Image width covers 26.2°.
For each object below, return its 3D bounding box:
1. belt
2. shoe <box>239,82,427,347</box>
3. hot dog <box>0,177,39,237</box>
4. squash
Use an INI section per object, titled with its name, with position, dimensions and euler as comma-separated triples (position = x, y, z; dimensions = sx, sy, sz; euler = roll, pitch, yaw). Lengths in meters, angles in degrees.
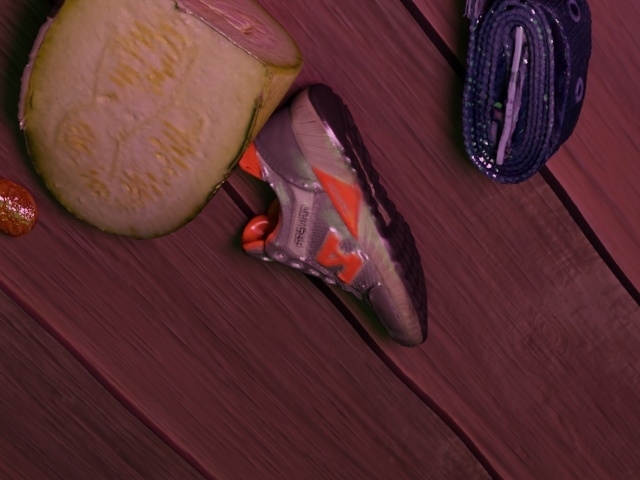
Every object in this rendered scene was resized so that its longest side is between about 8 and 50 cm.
[belt]
position = 0.219, -0.177, 1.438
dimensions = 0.122, 0.128, 0.218
euler = 17, 124, 21
[shoe]
position = 0.000, 0.000, 1.523
dimensions = 0.171, 0.132, 0.336
euler = -21, 117, 14
[hot dog]
position = -0.354, -0.038, 1.527
dimensions = 0.083, 0.035, 0.058
euler = 33, 114, -20
[squash]
position = -0.193, -0.126, 1.390
dimensions = 0.233, 0.210, 0.309
euler = 35, 108, -6
